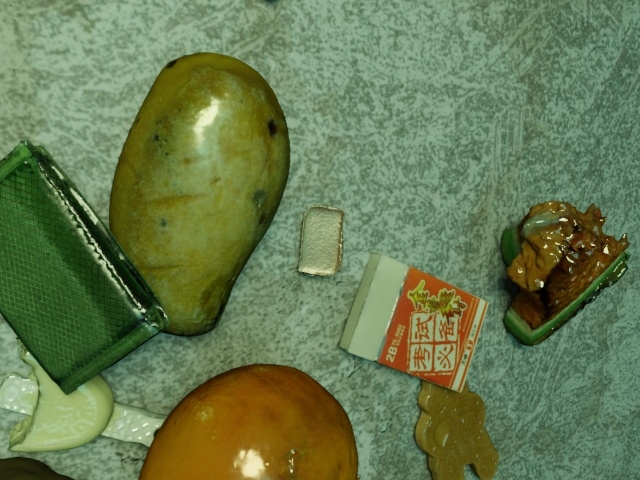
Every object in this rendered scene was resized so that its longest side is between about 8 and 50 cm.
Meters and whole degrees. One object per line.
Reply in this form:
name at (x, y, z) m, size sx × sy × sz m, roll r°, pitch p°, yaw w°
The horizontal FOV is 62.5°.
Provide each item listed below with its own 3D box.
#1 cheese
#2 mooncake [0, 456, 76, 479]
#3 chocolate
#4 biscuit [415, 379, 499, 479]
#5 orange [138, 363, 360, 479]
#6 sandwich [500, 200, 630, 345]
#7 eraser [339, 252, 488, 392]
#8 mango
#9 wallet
cheese at (-0.273, 0.210, 0.644) m, size 0.235 × 0.049 × 0.127 m, roll 27°, pitch 82°, yaw -28°
mooncake at (-0.358, 0.387, 0.504) m, size 0.324 × 0.187 × 0.324 m, roll 2°, pitch 78°, yaw -11°
chocolate at (0.000, 0.000, 0.758) m, size 0.064 × 0.031 × 0.101 m, roll 1°, pitch 93°, yaw -8°
biscuit at (0.230, 0.330, 0.911) m, size 0.144 × 0.040 × 0.236 m, roll -24°, pitch 100°, yaw -29°
orange at (-0.084, 0.290, 0.633) m, size 0.284 × 0.226 × 0.284 m, roll -35°, pitch 134°, yaw -45°
sandwich at (0.373, 0.026, 0.872) m, size 0.250 × 0.162 × 0.301 m, roll -45°, pitch 144°, yaw -1°
eraser at (0.153, 0.133, 0.834) m, size 0.230 × 0.038 × 0.157 m, roll 24°, pitch 81°, yaw -23°
mango at (-0.147, -0.048, 0.617) m, size 0.176 × 0.175 × 0.330 m, roll 29°, pitch 106°, yaw 8°
wallet at (-0.284, 0.034, 0.561) m, size 0.160 × 0.055 × 0.236 m, roll -33°, pitch 94°, yaw 14°
